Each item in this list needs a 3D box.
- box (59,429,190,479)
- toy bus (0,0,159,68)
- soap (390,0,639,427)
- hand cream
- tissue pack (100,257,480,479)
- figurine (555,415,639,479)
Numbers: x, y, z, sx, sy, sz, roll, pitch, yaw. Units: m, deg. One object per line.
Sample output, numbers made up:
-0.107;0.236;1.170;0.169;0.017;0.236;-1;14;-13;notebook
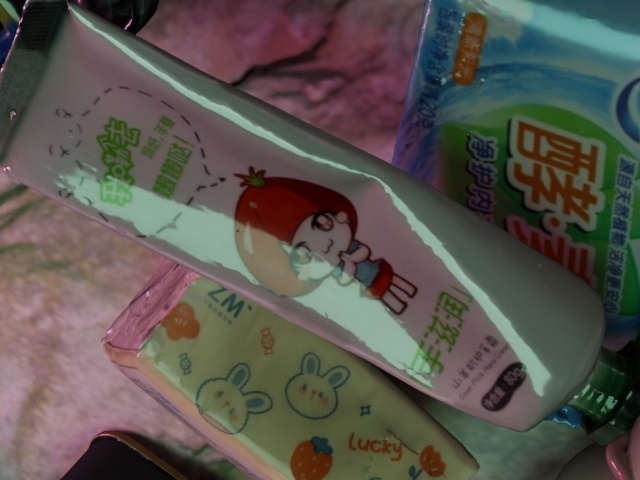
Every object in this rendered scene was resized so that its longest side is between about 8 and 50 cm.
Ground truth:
-0.116;0.247;0.958;0.201;0.090;0.144;35;132;10;box
-0.155;-0.172;0.639;0.287;0.138;0.175;-21;117;34;toy bus
0.110;-0.030;0.681;0.156;0.077;0.293;16;131;10;soap
0.000;0.000;0.632;0.336;0.076;0.121;27;135;-6;hand cream
-0.023;0.092;0.790;0.196;0.092;0.148;40;168;-12;tissue pack
0.202;0.153;0.760;0.155;0.127;0.235;14;136;-24;figurine
